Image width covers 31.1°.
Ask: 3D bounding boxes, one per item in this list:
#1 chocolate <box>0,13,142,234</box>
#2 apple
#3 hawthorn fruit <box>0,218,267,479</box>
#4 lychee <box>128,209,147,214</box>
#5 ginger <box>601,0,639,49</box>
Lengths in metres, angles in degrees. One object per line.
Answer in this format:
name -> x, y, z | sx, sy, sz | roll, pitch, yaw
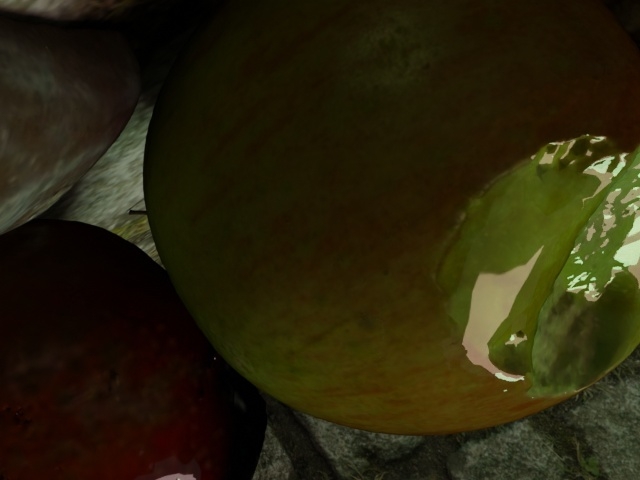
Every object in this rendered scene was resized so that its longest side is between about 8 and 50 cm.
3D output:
chocolate -> -0.193, -0.040, 0.594 | 0.161, 0.083, 0.261 | -41, 169, 25
apple -> 0.055, -0.038, 0.739 | 0.339, 0.339, 0.339 | -34, 172, -6
hawthorn fruit -> -0.192, 0.136, 0.835 | 0.316, 0.316, 0.316 | -34, 172, -6
lychee -> -0.085, -0.015, 1.080 | 0.114, 0.101, 0.140 | -27, 180, 15
ginger -> 0.311, -0.159, 1.063 | 0.152, 0.357, 0.274 | -44, 143, 23
